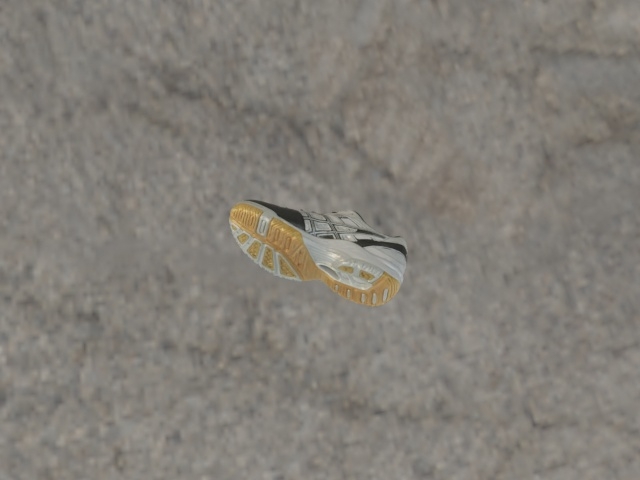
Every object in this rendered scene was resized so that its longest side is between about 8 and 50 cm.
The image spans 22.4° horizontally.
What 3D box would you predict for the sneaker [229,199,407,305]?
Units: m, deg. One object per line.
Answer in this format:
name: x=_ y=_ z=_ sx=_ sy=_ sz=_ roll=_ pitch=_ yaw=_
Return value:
sneaker: x=0.000 y=0.000 z=0.730 sx=0.083 sy=0.037 sz=0.032 roll=25 pitch=137 yaw=4
